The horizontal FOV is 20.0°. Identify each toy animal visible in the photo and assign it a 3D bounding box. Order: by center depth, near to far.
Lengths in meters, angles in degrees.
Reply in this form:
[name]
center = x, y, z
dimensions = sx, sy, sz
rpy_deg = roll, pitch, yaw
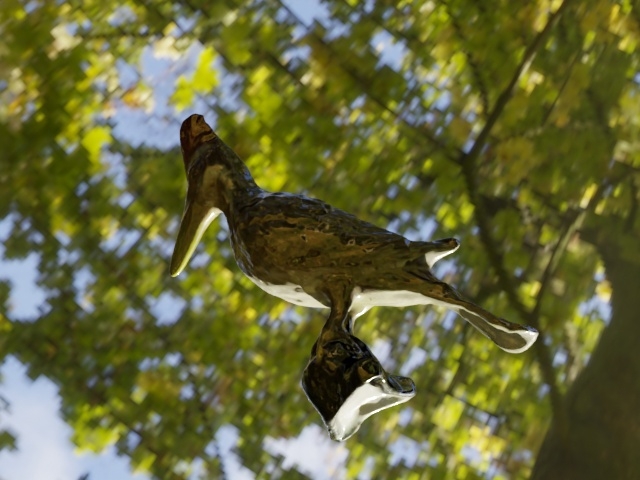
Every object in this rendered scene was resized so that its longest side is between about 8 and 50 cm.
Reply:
[toy animal]
center = -0.003, 0.010, 0.841
dimensions = 0.105, 0.070, 0.202
rpy_deg = -45, -116, -4
